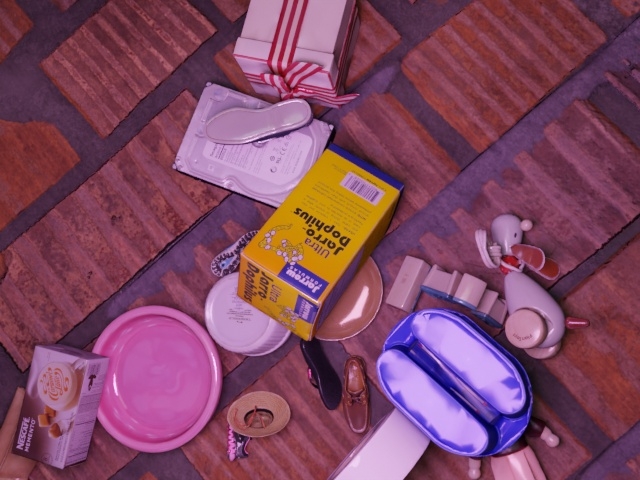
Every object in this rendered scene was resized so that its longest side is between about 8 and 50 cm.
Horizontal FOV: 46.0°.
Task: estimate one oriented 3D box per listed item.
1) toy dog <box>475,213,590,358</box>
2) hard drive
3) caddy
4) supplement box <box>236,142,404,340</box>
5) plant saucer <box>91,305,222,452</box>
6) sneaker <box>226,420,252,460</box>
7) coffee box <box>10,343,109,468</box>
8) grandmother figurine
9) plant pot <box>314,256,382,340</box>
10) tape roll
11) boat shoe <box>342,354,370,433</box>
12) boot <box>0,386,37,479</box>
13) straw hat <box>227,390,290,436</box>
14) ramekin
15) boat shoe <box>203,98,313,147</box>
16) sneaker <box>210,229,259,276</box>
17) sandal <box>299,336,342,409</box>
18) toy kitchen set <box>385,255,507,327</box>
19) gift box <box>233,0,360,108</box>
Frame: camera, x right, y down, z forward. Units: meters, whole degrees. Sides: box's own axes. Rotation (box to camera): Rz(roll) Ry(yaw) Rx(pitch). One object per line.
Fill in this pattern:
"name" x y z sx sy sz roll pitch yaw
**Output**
"toy dog" 0.474 0.094 1.631 0.161 0.220 0.333 -18 88 26
"hard drive" -0.160 -0.220 1.821 0.339 0.064 0.237 22 85 11
"caddy" 0.275 0.290 1.562 0.341 0.179 0.241 42 92 18
"supplement box" 0.000 0.000 1.632 0.195 0.194 0.356 31 59 10
"plant saucer" -0.377 0.318 1.753 0.332 0.084 0.332 -2 83 14
"sneaker" -0.188 0.449 1.750 0.057 0.047 0.119 2 83 -14
"coffee box" -0.588 0.371 1.709 0.141 0.098 0.246 13 88 15
"grandmother figurine" 0.413 0.454 1.635 0.208 0.104 0.342 -22 83 -4
"plant pot" 0.028 0.116 1.765 0.236 0.032 0.236 -1 82 7
"tape roll" 0.101 0.482 1.579 0.100 0.286 0.286 41 89 10
"boat shoe" 0.078 0.351 1.712 0.064 0.060 0.178 -5 82 7
"boot" -0.764 0.475 1.802 0.236 0.089 0.269 24 87 -3
"straw hat" -0.142 0.417 1.730 0.144 0.144 0.061 9 125 9
"ramekin" -0.168 0.164 1.729 0.207 0.109 0.207 -2 85 19
"boat shoe" -0.142 -0.269 1.753 0.254 0.079 0.095 -16 78 3
"sneaker" -0.196 0.024 1.791 0.162 0.073 0.063 -30 103 -17
"sandal" -0.004 0.303 1.732 0.040 0.067 0.179 -26 88 43
"toy kitchen set" 0.290 0.141 1.710 0.207 0.166 0.122 18 79 46
"gift box" -0.033 -0.447 1.738 0.276 0.255 0.258 13 82 16
